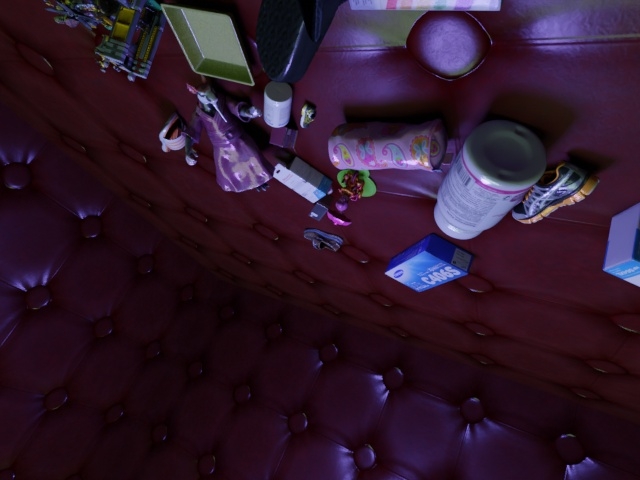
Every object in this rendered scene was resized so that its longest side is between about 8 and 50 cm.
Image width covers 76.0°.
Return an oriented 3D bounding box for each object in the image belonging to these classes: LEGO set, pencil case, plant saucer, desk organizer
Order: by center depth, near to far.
[{"bbox_3d":[-0.506,-0.484,0.880,0.255,0.192,0.331,21,-177,3],"label":"LEGO set"},{"bbox_3d":[-0.249,-0.467,0.961,0.188,0.045,0.188,19,157,18],"label":"plant saucer"},{"bbox_3d":[0.159,-0.220,0.966,0.284,0.124,0.124,9,153,35],"label":"pencil case"},{"bbox_3d":[0.002,-0.120,1.466,0.047,0.050,0.130,29,159,-6],"label":"desk organizer"}]

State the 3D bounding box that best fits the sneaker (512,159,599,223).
[{"bbox_3d":[0.498,-0.108,0.906,0.083,0.084,0.215,40,155,1],"label":"sneaker"}]

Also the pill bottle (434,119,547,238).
[{"bbox_3d":[0.357,-0.118,0.914,0.161,0.160,0.283,23,159,8],"label":"pill bottle"}]

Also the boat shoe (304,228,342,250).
[{"bbox_3d":[0.000,0.000,1.723,0.183,0.066,0.066,13,155,31],"label":"boat shoe"}]

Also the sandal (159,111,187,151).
[{"bbox_3d":[-0.504,-0.362,1.438,0.076,0.101,0.265,30,167,-13],"label":"sandal"}]

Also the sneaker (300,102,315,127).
[{"bbox_3d":[-0.031,-0.320,1.070,0.035,0.031,0.083,23,159,7],"label":"sneaker"}]

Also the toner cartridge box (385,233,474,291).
[{"bbox_3d":[0.381,0.091,1.488,0.165,0.075,0.348,29,159,-3],"label":"toner cartridge box"}]

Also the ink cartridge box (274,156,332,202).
[{"bbox_3d":[-0.064,-0.205,1.332,0.180,0.060,0.104,33,159,-16],"label":"ink cartridge box"}]

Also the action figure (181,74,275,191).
[{"bbox_3d":[-0.267,-0.324,1.214,0.248,0.275,0.370,-17,129,5],"label":"action figure"}]

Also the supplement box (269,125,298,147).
[{"bbox_3d":[-0.101,-0.289,1.137,0.043,0.054,0.083,20,-165,15],"label":"supplement box"}]

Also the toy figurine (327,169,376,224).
[{"bbox_3d":[0.081,-0.124,1.220,0.130,0.159,0.173,23,158,9],"label":"toy figurine"}]

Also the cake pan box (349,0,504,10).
[{"bbox_3d":[0.134,-0.447,0.543,0.246,0.070,0.266,14,155,23],"label":"cake pan box"}]

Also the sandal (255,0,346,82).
[{"bbox_3d":[0.028,-0.390,0.532,0.446,0.107,0.167,-35,71,59],"label":"sandal"}]

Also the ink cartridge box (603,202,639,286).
[{"bbox_3d":[0.727,0.034,0.858,0.203,0.148,0.086,26,158,2],"label":"ink cartridge box"}]

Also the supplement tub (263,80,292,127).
[{"bbox_3d":[-0.109,-0.346,1.045,0.071,0.071,0.107,26,158,0],"label":"supplement tub"}]

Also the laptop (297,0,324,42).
[{"bbox_3d":[0.052,-0.462,0.328,0.237,0.381,0.408,-16,-179,-2],"label":"laptop"}]
